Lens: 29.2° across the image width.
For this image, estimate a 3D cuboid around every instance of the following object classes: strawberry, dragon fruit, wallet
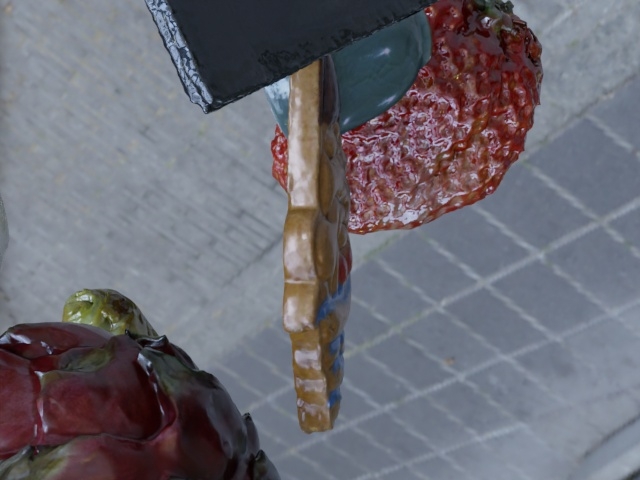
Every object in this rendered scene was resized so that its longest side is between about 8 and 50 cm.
[{"bbox_3d":[0.094,-0.165,1.490,0.312,0.351,0.267,35,173,8],"label":"strawberry"},{"bbox_3d":[-0.177,0.208,0.878,0.329,0.329,0.329,22,149,14],"label":"dragon fruit"},{"bbox_3d":[-0.018,-0.163,0.705,0.025,0.244,0.124,-18,101,41],"label":"wallet"}]

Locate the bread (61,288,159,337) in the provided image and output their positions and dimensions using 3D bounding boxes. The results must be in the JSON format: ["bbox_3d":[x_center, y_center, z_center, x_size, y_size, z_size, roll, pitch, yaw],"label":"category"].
[{"bbox_3d":[-0.200,0.140,1.307,0.087,0.098,0.269,-17,143,3],"label":"bread"}]

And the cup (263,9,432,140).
[{"bbox_3d":[0.031,-0.195,1.249,0.199,0.150,0.199,162,90,-72],"label":"cup"}]

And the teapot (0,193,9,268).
[{"bbox_3d":[-0.328,-0.031,0.903,0.300,0.166,0.208,14,136,48],"label":"teapot"}]

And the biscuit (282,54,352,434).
[{"bbox_3d":[0.000,0.000,0.825,0.043,0.183,0.280,3,106,3],"label":"biscuit"}]
